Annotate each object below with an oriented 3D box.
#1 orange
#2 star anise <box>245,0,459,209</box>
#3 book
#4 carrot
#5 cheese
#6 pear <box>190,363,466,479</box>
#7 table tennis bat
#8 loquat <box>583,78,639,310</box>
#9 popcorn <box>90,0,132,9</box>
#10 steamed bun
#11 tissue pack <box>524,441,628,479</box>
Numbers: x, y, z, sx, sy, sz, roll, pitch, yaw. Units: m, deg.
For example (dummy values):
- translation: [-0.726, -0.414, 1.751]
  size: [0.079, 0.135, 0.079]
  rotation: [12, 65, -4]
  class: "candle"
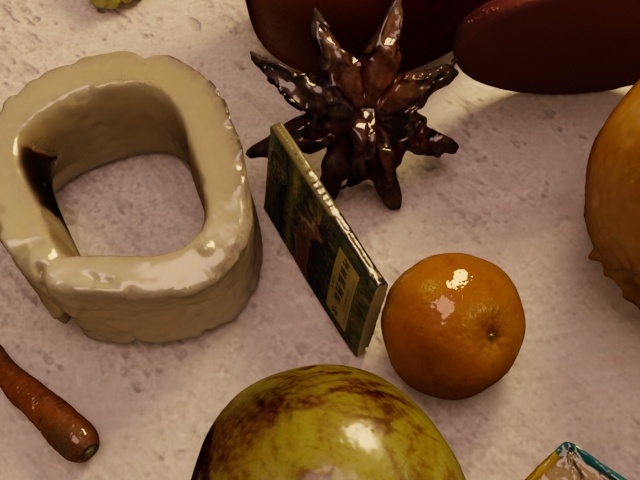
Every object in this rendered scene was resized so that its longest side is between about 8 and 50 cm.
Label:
- translation: [0.135, 0.089, 1.082]
  size: [0.159, 0.159, 0.136]
  rotation: [-46, 29, -19]
  class: "orange"
- translation: [0.039, -0.141, 1.162]
  size: [0.272, 0.271, 0.102]
  rotation: [-7, 23, -1]
  class: "star anise"
- translation: [0.000, 0.000, 1.124]
  size: [0.024, 0.160, 0.228]
  rotation: [-22, 63, -19]
  class: "book"
- translation: [-0.311, 0.172, 1.116]
  size: [0.191, 0.047, 0.047]
  rotation: [37, 70, 24]
  class: "carrot"
- translation: [-0.221, -0.039, 1.161]
  size: [0.292, 0.153, 0.332]
  rotation: [-24, 62, -9]
  class: "cheese"
- translation: [0.002, 0.242, 0.932]
  size: [0.284, 0.283, 0.283]
  rotation: [-1, 62, 2]
  class: "pear"
- translation: [0.358, -0.228, 1.170]
  size: [0.415, 0.268, 0.051]
  rotation: [-1, 75, -1]
  class: "table tennis bat"
- translation: [0.434, -0.049, 1.040]
  size: [0.329, 0.328, 0.328]
  rotation: [-1, 62, 2]
  class: "loquat"
- translation: [-0.273, -0.371, 1.381]
  size: [0.097, 0.089, 0.109]
  rotation: [15, 60, -2]
  class: "popcorn"
- translation: [0.092, -0.356, 1.264]
  size: [0.379, 0.235, 0.248]
  rotation: [-31, 61, -14]
  class: "steamed bun"
- translation: [0.237, 0.301, 0.890]
  size: [0.192, 0.271, 0.134]
  rotation: [34, 72, 20]
  class: "tissue pack"
